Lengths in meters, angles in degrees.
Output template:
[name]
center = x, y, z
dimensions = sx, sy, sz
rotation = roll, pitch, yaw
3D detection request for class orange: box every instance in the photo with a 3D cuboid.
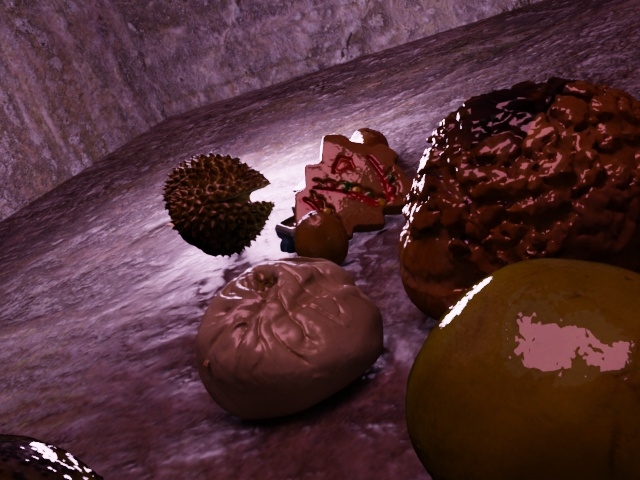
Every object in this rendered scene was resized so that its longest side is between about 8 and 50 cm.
[orange]
center = 0.000, 0.000, 1.230
dimensions = 0.085, 0.095, 0.085
rotation = -18, 13, 5

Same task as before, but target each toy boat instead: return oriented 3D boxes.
[toy boat]
center = 0.007, -0.065, 1.389
dimensions = 0.215, 0.102, 0.088
rotation = -30, 23, -22

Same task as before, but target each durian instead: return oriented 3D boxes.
[durian]
center = -0.206, -0.044, 1.455
dimensions = 0.237, 0.193, 0.138
rotation = -33, 32, 45

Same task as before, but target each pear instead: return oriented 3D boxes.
[pear]
center = 0.170, 0.116, 0.571
dimensions = 0.212, 0.212, 0.269
rotation = -31, 6, -25

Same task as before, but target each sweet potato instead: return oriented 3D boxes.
[sweet potato]
center = 0.097, -0.180, 1.628
dimensions = 0.097, 0.097, 0.252
rotation = -19, 15, 9

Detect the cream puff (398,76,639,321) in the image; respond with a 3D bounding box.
[cream puff]
center = 0.236, -0.060, 0.936
dimensions = 0.342, 0.231, 0.327
rotation = -24, 23, -4

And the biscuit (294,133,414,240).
[biscuit]
center = 0.043, -0.079, 1.329
dimensions = 0.212, 0.041, 0.238
rotation = 38, 66, 19

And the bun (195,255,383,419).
[bun]
center = -0.043, 0.102, 0.941
dimensions = 0.229, 0.145, 0.229
rotation = -20, 16, 6

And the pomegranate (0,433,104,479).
[pomegranate]
center = -0.188, 0.262, 0.550
dimensions = 0.340, 0.285, 0.285
rotation = -4, 3, -43
